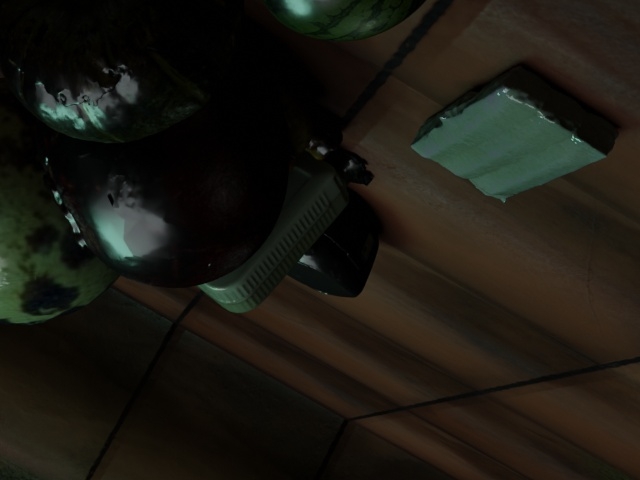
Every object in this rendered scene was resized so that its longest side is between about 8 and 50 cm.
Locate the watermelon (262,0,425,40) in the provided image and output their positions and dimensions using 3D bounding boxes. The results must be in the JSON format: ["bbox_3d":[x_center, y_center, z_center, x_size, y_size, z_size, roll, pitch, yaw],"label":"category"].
[{"bbox_3d":[0.028,-0.213,0.873,0.140,0.141,0.187,34,160,-20],"label":"watermelon"}]

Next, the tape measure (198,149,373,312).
[{"bbox_3d":[-0.089,-0.048,1.516,0.207,0.235,0.115,36,169,29],"label":"tape measure"}]

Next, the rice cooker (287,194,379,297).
[{"bbox_3d":[-0.001,0.000,1.637,0.142,0.118,0.203,22,164,25],"label":"rice cooker"}]

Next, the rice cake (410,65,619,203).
[{"bbox_3d":[0.171,-0.095,1.181,0.127,0.043,0.237,32,163,-8],"label":"rice cake"}]

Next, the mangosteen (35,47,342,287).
[{"bbox_3d":[-0.152,-0.102,1.332,0.297,0.293,0.297,56,-168,-18],"label":"mangosteen"}]

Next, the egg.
[{"bbox_3d":[-0.423,-0.054,1.774,0.345,0.345,0.428,32,172,-14],"label":"egg"}]

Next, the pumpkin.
[{"bbox_3d":[-0.184,-0.200,1.112,0.238,0.238,0.159,17,164,35],"label":"pumpkin"}]
